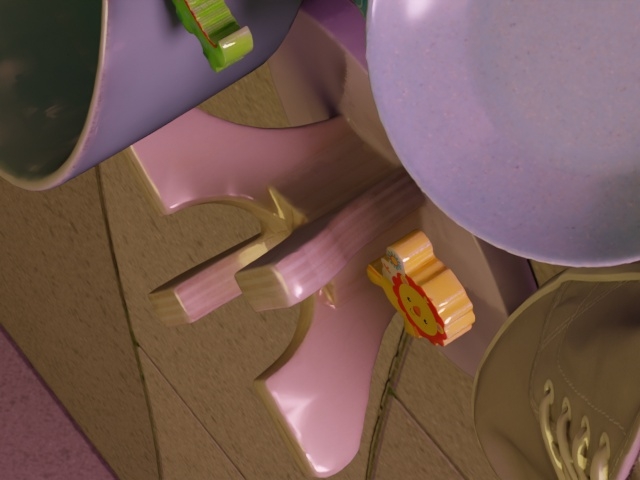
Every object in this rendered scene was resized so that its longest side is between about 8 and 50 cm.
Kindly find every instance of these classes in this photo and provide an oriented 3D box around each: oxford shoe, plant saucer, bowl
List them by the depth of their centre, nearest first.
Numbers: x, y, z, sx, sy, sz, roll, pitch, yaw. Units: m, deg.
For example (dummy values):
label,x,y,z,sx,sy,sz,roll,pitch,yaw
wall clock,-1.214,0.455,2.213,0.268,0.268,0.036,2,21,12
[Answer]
label,x,y,z,sx,sy,sz,roll,pitch,yaw
plant saucer,0.114,-0.086,0.788,0.195,0.195,0.037,52,-156,11
oxford shoe,0.170,0.096,0.909,0.169,0.130,0.449,56,159,-6
bowl,-0.109,-0.191,1.000,0.311,0.163,0.311,29,124,54

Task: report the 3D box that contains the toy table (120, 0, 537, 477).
label,x,y,z,sx,sy,sz,roll,pitch,yaw
toy table,0.000,0.000,1.120,0.274,0.161,0.252,56,160,4

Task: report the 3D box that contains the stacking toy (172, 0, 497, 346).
label,x,y,z,sx,sy,sz,roll,pitch,yaw
stacking toy,0.054,-0.082,0.860,0.221,0.167,0.052,54,160,9
